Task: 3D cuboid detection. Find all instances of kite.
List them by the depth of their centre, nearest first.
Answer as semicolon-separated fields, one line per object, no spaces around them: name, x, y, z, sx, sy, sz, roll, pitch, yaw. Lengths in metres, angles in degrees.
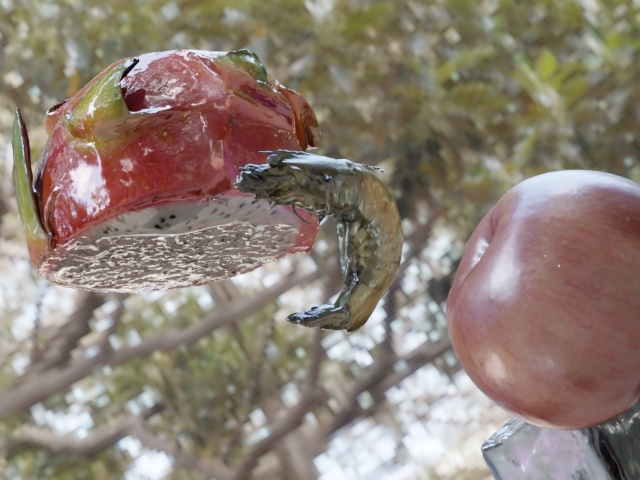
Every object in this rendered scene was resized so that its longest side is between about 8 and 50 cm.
kite;-0.012;-0.083;2.003;0.183;0.160;0.010;-11;-70;-82

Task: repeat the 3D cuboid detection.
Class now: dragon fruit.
dragon fruit;-0.134;-0.075;1.776;0.290;0.189;0.290;-8;-15;-2

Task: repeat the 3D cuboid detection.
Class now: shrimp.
shrimp;0.000;0.000;1.625;0.051;0.150;0.217;-3;-12;40

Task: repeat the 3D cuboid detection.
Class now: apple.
apple;0.139;0.031;1.116;0.120;0.153;0.153;28;-59;-11

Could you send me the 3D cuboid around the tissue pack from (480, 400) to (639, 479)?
tissue pack;0.330;0.214;1.735;0.124;0.288;0.394;-38;-5;34
